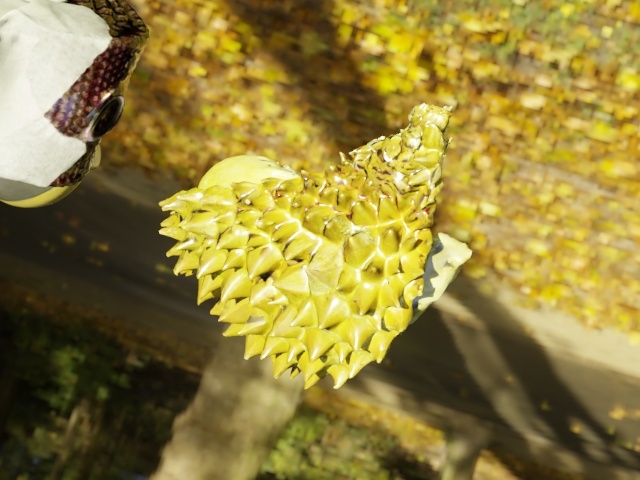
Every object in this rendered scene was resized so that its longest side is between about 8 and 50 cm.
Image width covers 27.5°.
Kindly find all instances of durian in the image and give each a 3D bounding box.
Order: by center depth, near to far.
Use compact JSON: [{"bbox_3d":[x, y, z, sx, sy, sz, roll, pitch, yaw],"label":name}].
[{"bbox_3d":[0.000,0.000,0.890,0.172,0.166,0.306,54,151,-5],"label":"durian"}]

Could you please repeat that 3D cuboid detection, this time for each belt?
[{"bbox_3d":[-0.253,-0.166,0.872,0.289,0.164,0.184,34,-152,11],"label":"belt"}]

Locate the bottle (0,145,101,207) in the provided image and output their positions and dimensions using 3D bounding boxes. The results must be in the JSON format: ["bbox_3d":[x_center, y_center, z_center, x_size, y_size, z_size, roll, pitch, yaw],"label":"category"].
[{"bbox_3d":[-0.360,-0.170,1.384,0.171,0.172,0.351,12,153,28],"label":"bottle"}]
